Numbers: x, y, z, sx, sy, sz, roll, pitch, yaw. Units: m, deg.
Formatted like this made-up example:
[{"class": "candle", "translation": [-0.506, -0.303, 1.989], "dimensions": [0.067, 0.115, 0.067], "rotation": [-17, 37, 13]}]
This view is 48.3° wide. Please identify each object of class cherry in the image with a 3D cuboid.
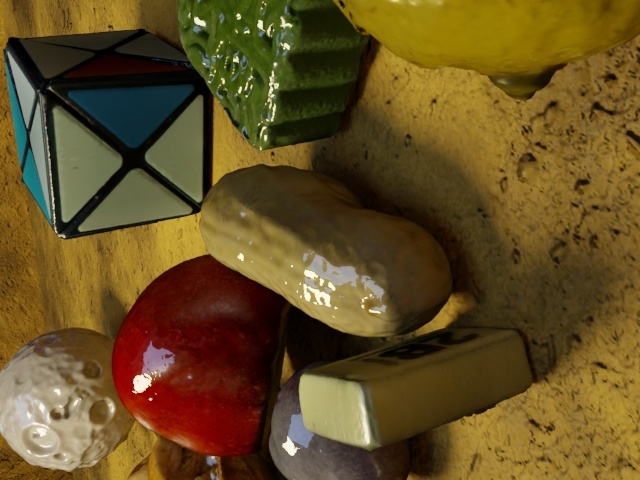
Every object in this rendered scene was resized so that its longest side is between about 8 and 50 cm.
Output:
[{"class": "cherry", "translation": [0.023, 0.212, 0.784], "dimensions": [0.176, 0.140, 0.176], "rotation": [24, 134, 27]}]

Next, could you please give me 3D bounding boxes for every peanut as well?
[{"class": "peanut", "translation": [0.000, 0.000, 0.731], "dimensions": [0.318, 0.147, 0.148], "rotation": [21, 121, 42]}]

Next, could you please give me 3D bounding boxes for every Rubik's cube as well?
[{"class": "Rubik's cube", "translation": [-0.331, -0.176, 1.114], "dimensions": [0.248, 0.250, 0.246], "rotation": [42, 136, 47]}]

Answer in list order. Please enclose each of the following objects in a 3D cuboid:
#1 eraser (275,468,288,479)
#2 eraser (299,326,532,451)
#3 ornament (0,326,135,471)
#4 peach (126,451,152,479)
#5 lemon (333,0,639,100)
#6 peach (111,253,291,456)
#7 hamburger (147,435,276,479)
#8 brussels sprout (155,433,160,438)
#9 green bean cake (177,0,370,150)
[{"class": "eraser", "translation": [0.011, 0.368, 0.954], "dimensions": [0.212, 0.046, 0.092], "rotation": [46, 140, 41]}, {"class": "eraser", "translation": [0.079, 0.120, 0.610], "dimensions": [0.117, 0.172, 0.058], "rotation": [-8, 93, 61]}, {"class": "ornament", "translation": [-0.600, 0.379, 1.695], "dimensions": [0.337, 0.337, 0.337], "rotation": [31, 127, 51]}, {"class": "peach", "translation": [-0.263, 0.475, 1.320], "dimensions": [0.232, 0.232, 0.233], "rotation": [31, 127, 51]}, {"class": "lemon", "translation": [0.096, -0.229, 0.364], "dimensions": [0.260, 0.260, 0.284], "rotation": [28, 150, 52]}, {"class": "peach", "translation": [-0.129, 0.135, 0.877], "dimensions": [0.275, 0.245, 0.249], "rotation": [120, 139, -55]}, {"class": "hamburger", "translation": [-0.132, 0.405, 1.045], "dimensions": [0.290, 0.170, 0.314], "rotation": [61, 176, 40]}, {"class": "brussels sprout", "translation": [-0.247, 0.316, 1.295], "dimensions": [0.149, 0.122, 0.152], "rotation": [8, 109, 56]}, {"class": "green bean cake", "translation": [-0.057, -0.243, 0.741], "dimensions": [0.248, 0.125, 0.222], "rotation": [55, 144, 33]}]
